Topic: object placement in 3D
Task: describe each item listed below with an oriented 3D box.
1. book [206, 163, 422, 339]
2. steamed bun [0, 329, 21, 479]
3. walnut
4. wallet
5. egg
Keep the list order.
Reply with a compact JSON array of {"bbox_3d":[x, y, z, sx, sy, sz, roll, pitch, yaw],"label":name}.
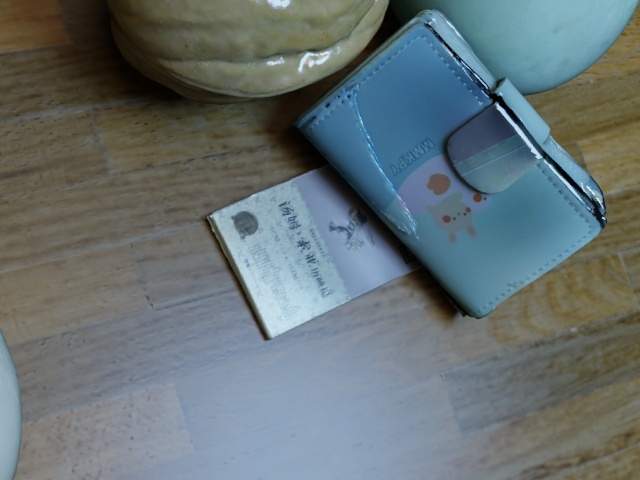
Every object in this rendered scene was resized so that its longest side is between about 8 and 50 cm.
[{"bbox_3d":[0.000,0.000,1.021,0.182,0.014,0.127,-24,85,-28],"label":"book"},{"bbox_3d":[-0.359,0.117,0.723,0.324,0.206,0.324,7,71,-20],"label":"steamed bun"},{"bbox_3d":[-0.058,-0.227,0.952,0.261,0.225,0.225,-17,81,-20],"label":"walnut"},{"bbox_3d":[0.118,-0.065,0.996,0.250,0.176,0.075,48,28,-8],"label":"wallet"},{"bbox_3d":[0.177,-0.329,1.053,0.276,0.276,0.389,1,85,-23],"label":"egg"}]
